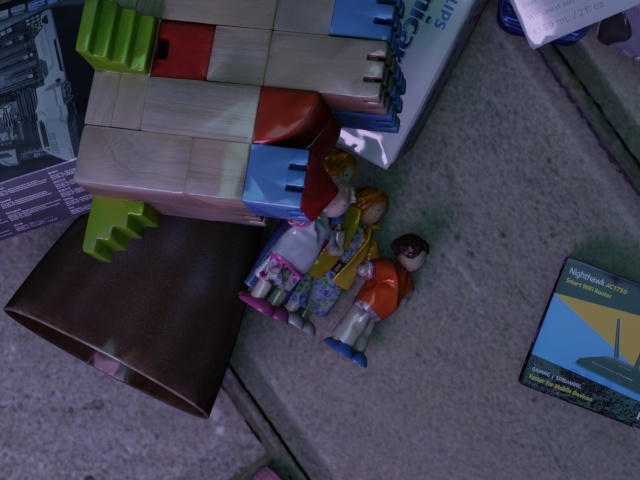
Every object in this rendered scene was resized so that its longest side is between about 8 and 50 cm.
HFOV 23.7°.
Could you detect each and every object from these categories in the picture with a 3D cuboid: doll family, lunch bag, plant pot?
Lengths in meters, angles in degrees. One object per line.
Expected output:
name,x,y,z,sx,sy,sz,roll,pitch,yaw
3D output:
doll family,0.000,0.000,1.422,0.118,0.263,0.163,31,89,32
lunch bag,0.221,-0.226,1.468,0.098,0.065,0.067,12,92,4
plant pot,-0.148,0.017,1.443,0.215,0.215,0.230,26,78,3

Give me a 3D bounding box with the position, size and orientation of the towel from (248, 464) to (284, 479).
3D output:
towel,-0.089,0.404,1.439,0.329,0.037,0.237,-40,87,-25

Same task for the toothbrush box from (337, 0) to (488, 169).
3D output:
toothbrush box,-0.003,-0.228,1.424,0.283,0.122,0.206,29,108,8

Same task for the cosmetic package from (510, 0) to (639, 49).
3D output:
cosmetic package,0.191,-0.297,1.314,0.117,0.085,0.231,-23,103,22

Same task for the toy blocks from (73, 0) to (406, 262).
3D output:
toy blocks,-0.043,-0.160,1.274,0.261,0.191,0.381,8,79,13

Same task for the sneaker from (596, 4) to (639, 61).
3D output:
sneaker,0.337,-0.172,1.458,0.086,0.132,0.228,-44,123,-24

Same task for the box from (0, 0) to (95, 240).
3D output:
box,-0.339,-0.102,1.436,0.307,0.076,0.242,-17,50,4

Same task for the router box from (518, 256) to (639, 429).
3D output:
router box,0.297,0.108,1.477,0.179,0.046,0.133,20,92,3
